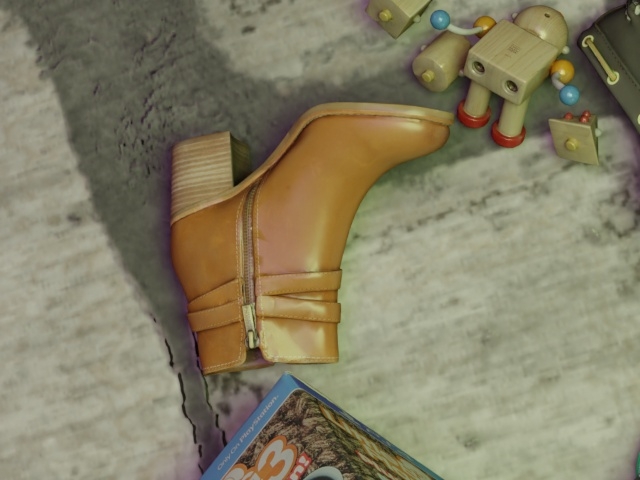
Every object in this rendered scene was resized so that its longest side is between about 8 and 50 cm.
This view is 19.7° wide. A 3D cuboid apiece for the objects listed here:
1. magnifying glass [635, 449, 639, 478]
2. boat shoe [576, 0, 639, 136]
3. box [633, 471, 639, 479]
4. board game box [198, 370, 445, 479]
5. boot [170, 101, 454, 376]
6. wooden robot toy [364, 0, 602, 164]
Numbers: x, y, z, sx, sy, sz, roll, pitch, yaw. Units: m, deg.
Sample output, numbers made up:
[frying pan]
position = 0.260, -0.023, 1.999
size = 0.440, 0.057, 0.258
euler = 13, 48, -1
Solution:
[magnifying glass]
position = 0.257, 0.077, 1.078
size = 0.092, 0.026, 0.231
euler = 23, 91, 17
[boat shoe]
position = 0.218, -0.043, 1.068
size = 0.068, 0.081, 0.228
euler = -30, 62, 20
[box]
position = 0.233, 0.185, 1.008
size = 0.159, 0.044, 0.233
euler = 41, 97, 37
[board game box]
position = 0.000, 0.243, 0.975
size = 0.141, 0.291, 0.232
euler = 37, 94, -24
[boot]
position = 0.000, 0.000, 1.133
size = 0.197, 0.073, 0.152
euler = -13, 78, 25
[wooden robot toy]
position = 0.116, -0.115, 1.131
size = 0.173, 0.076, 0.079
euler = 33, 57, 17
